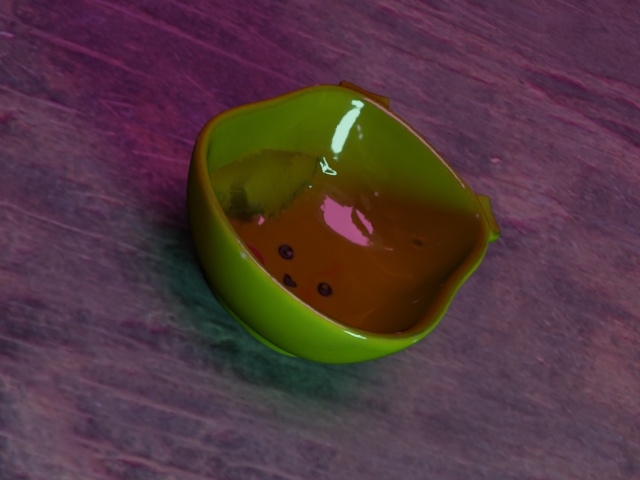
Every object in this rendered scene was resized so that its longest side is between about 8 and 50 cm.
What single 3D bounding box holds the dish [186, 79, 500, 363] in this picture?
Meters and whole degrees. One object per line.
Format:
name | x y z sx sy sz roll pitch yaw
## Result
dish | 0.000 0.000 1.392 0.221 0.108 0.262 46 39 8
